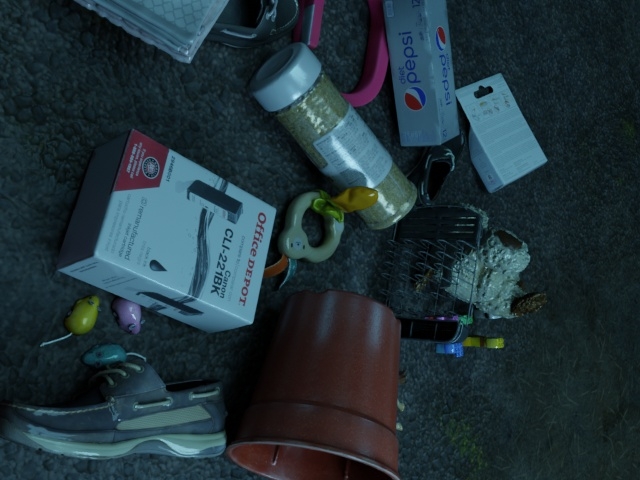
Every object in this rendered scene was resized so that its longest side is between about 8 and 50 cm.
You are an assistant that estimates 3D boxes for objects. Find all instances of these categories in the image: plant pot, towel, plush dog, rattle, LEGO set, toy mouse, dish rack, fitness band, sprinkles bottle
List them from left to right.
[{"bbox_3d":[-0.293,0.133,1.127,0.143,0.031,0.161,51,57,-27],"label":"toy mouse"},{"bbox_3d":[-0.257,-0.452,1.096,0.332,0.053,0.317,28,67,-11],"label":"towel"},{"bbox_3d":[0.000,0.000,1.328,0.199,0.143,0.130,-47,136,-39],"label":"rattle"},{"bbox_3d":[0.013,0.236,1.246,0.272,0.272,0.265,34,55,-35],"label":"plant pot"},{"bbox_3d":[0.030,-0.174,1.370,0.355,0.121,0.121,48,59,-29],"label":"sprinkles bottle"},{"bbox_3d":[0.045,-0.385,1.447,0.209,0.054,0.290,20,76,-42],"label":"fitness band"},{"bbox_3d":[0.195,0.058,1.455,0.074,0.208,0.271,28,69,-50],"label":"dish rack"},{"bbox_3d":[0.321,0.190,1.624,0.227,0.093,0.087,-4,90,-42],"label":"LEGO set"},{"bbox_3d":[0.328,0.076,1.582,0.225,0.262,0.210,37,97,-23],"label":"plush dog"}]

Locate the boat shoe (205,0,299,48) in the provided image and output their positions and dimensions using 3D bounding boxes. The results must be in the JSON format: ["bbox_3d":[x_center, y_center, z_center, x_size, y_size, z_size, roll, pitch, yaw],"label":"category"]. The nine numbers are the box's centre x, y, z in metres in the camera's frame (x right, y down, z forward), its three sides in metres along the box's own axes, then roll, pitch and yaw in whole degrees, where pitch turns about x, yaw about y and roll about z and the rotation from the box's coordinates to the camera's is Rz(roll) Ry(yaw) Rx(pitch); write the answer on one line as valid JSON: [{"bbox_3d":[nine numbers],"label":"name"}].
[{"bbox_3d":[-0.145,-0.370,1.244,0.335,0.095,0.112,-12,96,-41],"label":"boat shoe"}]

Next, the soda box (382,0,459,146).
[{"bbox_3d":[0.196,-0.330,1.509,0.098,0.091,0.286,-31,117,-52],"label":"soda box"}]

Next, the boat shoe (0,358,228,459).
[{"bbox_3d":[-0.276,0.227,1.081,0.355,0.132,0.130,18,75,-49],"label":"boat shoe"}]

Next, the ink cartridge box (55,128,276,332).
[{"bbox_3d":[-0.211,-0.004,1.138,0.273,0.114,0.197,29,60,-37],"label":"ink cartridge box"}]

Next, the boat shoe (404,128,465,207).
[{"bbox_3d":[0.242,-0.149,1.587,0.233,0.079,0.084,-50,117,-33],"label":"boat shoe"}]

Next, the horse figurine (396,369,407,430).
[{"bbox_3d":[0.054,0.330,1.387,0.174,0.066,0.263,29,76,-13],"label":"horse figurine"}]

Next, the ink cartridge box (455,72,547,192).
[{"bbox_3d":[0.391,-0.242,1.755,0.189,0.066,0.232,-27,84,-39],"label":"ink cartridge box"}]
